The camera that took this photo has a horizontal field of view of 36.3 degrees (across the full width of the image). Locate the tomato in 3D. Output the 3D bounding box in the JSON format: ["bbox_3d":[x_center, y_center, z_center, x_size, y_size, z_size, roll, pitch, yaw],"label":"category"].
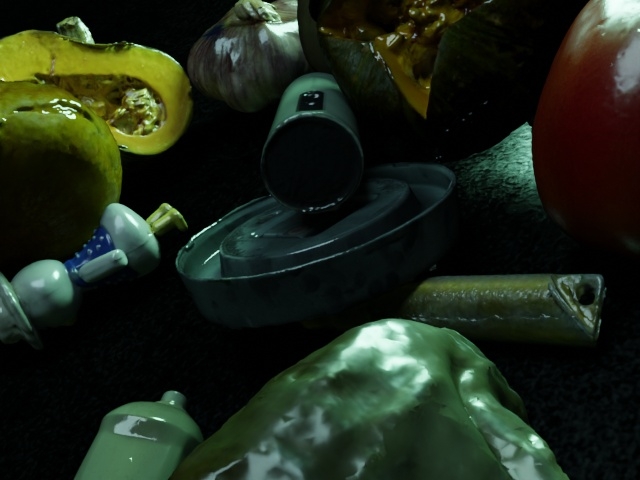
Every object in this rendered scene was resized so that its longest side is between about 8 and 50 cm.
[{"bbox_3d":[0.324,-0.124,0.888,0.299,0.226,0.298,-20,30,12],"label":"tomato"}]

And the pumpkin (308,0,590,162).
[{"bbox_3d":[0.143,-0.254,1.078,0.321,0.320,0.192,3,3,40],"label":"pumpkin"}]

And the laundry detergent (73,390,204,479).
[{"bbox_3d":[-0.157,0.232,0.813,0.091,0.181,0.253,8,42,7],"label":"laundry detergent"}]

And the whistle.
[{"bbox_3d":[0.115,0.062,0.938,0.327,0.057,0.067,-2,67,38],"label":"whistle"}]

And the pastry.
[{"bbox_3d":[-0.423,-0.053,1.272,0.356,0.356,0.164,-35,51,-10],"label":"pastry"}]

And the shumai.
[{"bbox_3d":[0.086,0.251,0.483,0.323,0.324,0.397,15,54,36],"label":"shumai"}]

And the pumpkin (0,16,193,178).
[{"bbox_3d":[-0.377,-0.209,1.496,0.325,0.242,0.232,4,-9,-22],"label":"pumpkin"}]

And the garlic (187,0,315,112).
[{"bbox_3d":[-0.090,-0.294,1.481,0.245,0.160,0.245,-14,25,7],"label":"garlic"}]

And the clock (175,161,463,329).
[{"bbox_3d":[0.000,-0.001,1.037,0.313,0.061,0.312,-17,17,5],"label":"clock"}]

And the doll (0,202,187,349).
[{"bbox_3d":[-0.307,0.043,1.251,0.293,0.119,0.138,-31,17,-15],"label":"doll"}]

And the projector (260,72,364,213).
[{"bbox_3d":[-0.006,-0.122,1.133,0.108,0.108,0.337,-24,15,8],"label":"projector"}]

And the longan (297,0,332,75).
[{"bbox_3d":[0.087,-0.318,1.330,0.258,0.258,0.258,-20,33,14],"label":"longan"}]

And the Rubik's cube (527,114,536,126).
[{"bbox_3d":[0.385,-0.208,1.119,0.190,0.211,0.178,-22,47,-37],"label":"Rubik's cube"}]
